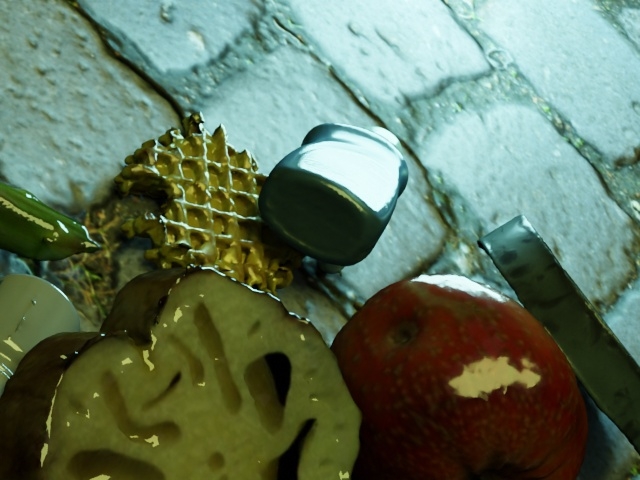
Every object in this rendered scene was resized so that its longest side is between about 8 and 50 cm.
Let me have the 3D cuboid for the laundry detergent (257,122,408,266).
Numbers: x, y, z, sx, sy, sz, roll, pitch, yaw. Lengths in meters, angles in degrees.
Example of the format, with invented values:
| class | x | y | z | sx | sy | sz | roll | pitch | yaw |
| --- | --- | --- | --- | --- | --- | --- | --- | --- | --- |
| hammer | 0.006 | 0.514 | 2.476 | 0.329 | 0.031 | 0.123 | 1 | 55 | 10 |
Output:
| class | x | y | z | sx | sy | sz | roll | pitch | yaw |
| --- | --- | --- | --- | --- | --- | --- | --- | --- | --- |
| laundry detergent | 0.028 | -0.067 | 2.233 | 0.143 | 0.094 | 0.290 | 27 | 22 | 5 |

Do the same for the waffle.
| class | x | y | z | sx | sy | sz | roll | pitch | yaw |
| --- | --- | --- | --- | --- | --- | --- | --- | --- | --- |
| waffle | -0.119 | -0.028 | 2.150 | 0.231 | 0.051 | 0.228 | 43 | 39 | -1 |

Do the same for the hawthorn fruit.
| class | x | y | z | sx | sy | sz | roll | pitch | yaw |
| --- | --- | --- | --- | --- | --- | --- | --- | --- | --- |
| hawthorn fruit | 0.130 | 0.165 | 2.024 | 0.275 | 0.275 | 0.299 | -12 | 50 | -42 |

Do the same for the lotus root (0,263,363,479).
| class | x | y | z | sx | sy | sz | roll | pitch | yaw |
| --- | --- | --- | --- | --- | --- | --- | --- | --- | --- |
| lotus root | -0.122 | 0.214 | 1.825 | 0.390 | 0.111 | 0.374 | -22 | 92 | -42 |

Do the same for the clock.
| class | x | y | z | sx | sy | sz | roll | pitch | yaw |
| --- | --- | --- | --- | --- | --- | --- | --- | --- | --- |
| clock | 0.300 | 0.111 | 2.204 | 0.325 | 0.067 | 0.325 | 52 | 5 | -7 |

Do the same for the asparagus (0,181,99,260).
| class | x | y | z | sx | sy | sz | roll | pitch | yaw |
| --- | --- | --- | --- | --- | --- | --- | --- | --- | --- |
| asparagus | -0.387 | -0.055 | 1.945 | 0.343 | 0.085 | 0.082 | 25 | 48 | -20 |

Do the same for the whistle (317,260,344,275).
| class | x | y | z | sx | sy | sz | roll | pitch | yaw |
| --- | --- | --- | --- | --- | --- | --- | --- | --- | --- |
| whistle | 0.000 | 0.000 | 2.225 | 0.035 | 0.035 | 0.100 | -15 | 65 | -43 |

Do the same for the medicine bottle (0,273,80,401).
| class | x | y | z | sx | sy | sz | roll | pitch | yaw |
| --- | --- | --- | --- | --- | --- | --- | --- | --- | --- |
| medicine bottle | -0.308 | 0.118 | 1.843 | 0.105 | 0.105 | 0.168 | 36 | 42 | -7 |
